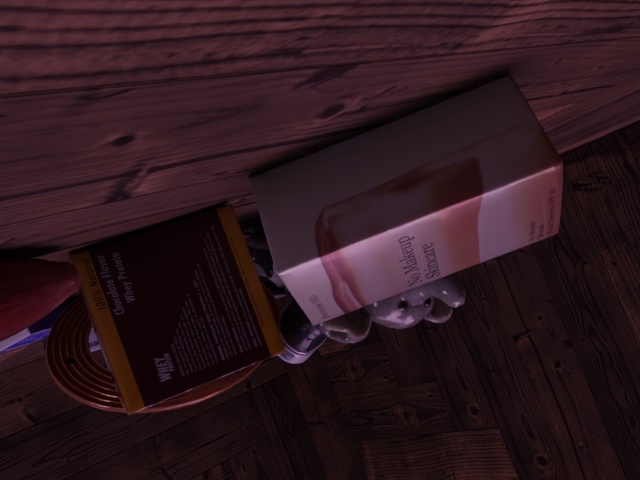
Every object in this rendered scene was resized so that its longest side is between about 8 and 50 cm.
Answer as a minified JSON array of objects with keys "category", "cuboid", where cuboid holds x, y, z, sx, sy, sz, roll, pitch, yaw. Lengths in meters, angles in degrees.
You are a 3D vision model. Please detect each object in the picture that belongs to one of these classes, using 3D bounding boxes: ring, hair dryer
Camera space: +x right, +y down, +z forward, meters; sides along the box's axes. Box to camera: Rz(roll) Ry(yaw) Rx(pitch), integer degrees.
[{"category":"ring","cuboid":[-0.226,0.134,1.028,0.337,0.032,0.336,-1,-147,1]},{"category":"hair dryer","cuboid":[-0.370,0.064,0.647,0.294,0.080,0.224,-13,-171,-29]}]

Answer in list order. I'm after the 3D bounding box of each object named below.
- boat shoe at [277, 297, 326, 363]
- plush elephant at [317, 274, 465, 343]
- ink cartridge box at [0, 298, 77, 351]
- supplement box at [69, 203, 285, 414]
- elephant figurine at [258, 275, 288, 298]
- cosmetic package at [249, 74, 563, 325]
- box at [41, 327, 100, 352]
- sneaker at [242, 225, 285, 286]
[{"category":"boat shoe","cuboid":[0.013,0.079,1.144,0.105,0.113,0.306,-44,178,30]},{"category":"plush elephant","cuboid":[0.111,0.017,1.015,0.272,0.255,0.330,-19,176,-33]},{"category":"ink cartridge box","cuboid":[-0.456,0.136,1.248,0.208,0.045,0.206,-22,178,38]},{"category":"supplement box","cuboid":[-0.178,0.083,0.857,0.194,0.191,0.129,-20,178,-20]},{"category":"elephant figurine","cuboid":[-0.110,0.063,1.454,0.240,0.169,0.186,-2,139,-25]},{"category":"cosmetic package","cuboid":[0.094,-0.036,0.756,0.296,0.129,0.153,-22,148,6]},{"category":"box","cuboid":[-0.358,0.154,1.282,0.231,0.056,0.183,-21,179,25]},{"category":"sneaker","cuboid":[-0.094,0.009,1.210,0.108,0.100,0.271,18,-177,-5]}]
